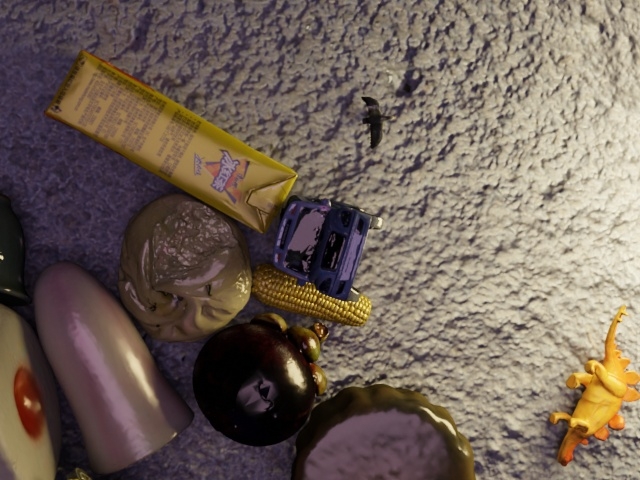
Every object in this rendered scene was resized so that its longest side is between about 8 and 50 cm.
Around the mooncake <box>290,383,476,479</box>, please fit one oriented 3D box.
[{"bbox_3d":[0.092,0.363,1.528,0.290,0.161,0.290,0,95,-5],"label":"mooncake"}]

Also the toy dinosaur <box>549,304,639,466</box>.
[{"bbox_3d":[0.467,0.246,1.609,0.117,0.070,0.288,20,97,-19],"label":"toy dinosaur"}]

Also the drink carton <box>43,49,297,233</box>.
[{"bbox_3d":[-0.213,-0.141,1.442,0.351,0.154,0.111,30,92,-9],"label":"drink carton"}]

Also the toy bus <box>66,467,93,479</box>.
[{"bbox_3d":[-0.311,0.441,1.403,0.144,0.330,0.152,-42,66,-5],"label":"toy bus"}]

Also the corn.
[{"bbox_3d":[-0.019,0.087,1.534,0.206,0.067,0.067,18,94,-10],"label":"corn"}]

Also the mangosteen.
[{"bbox_3d":[-0.082,0.200,1.492,0.230,0.194,0.194,-43,100,-30],"label":"mangosteen"}]

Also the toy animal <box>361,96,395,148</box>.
[{"bbox_3d":[0.092,-0.188,1.537,0.050,0.028,0.084,-13,95,-4],"label":"toy animal"}]

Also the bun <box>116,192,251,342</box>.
[{"bbox_3d":[-0.208,0.050,1.463,0.210,0.116,0.237,1,112,7],"label":"bun"}]

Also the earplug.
[{"bbox_3d":[-0.331,0.171,1.452,0.172,0.172,0.301,-27,98,-3],"label":"earplug"}]

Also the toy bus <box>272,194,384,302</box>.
[{"bbox_3d":[0.000,0.000,1.413,0.133,0.292,0.125,16,94,-5],"label":"toy bus"}]

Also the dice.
[{"bbox_3d":[-0.523,0.249,1.372,0.251,0.243,0.259,-12,124,4],"label":"dice"}]

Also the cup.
[{"bbox_3d":[-0.505,0.003,1.426,0.199,0.199,0.150,11,76,-8],"label":"cup"}]
